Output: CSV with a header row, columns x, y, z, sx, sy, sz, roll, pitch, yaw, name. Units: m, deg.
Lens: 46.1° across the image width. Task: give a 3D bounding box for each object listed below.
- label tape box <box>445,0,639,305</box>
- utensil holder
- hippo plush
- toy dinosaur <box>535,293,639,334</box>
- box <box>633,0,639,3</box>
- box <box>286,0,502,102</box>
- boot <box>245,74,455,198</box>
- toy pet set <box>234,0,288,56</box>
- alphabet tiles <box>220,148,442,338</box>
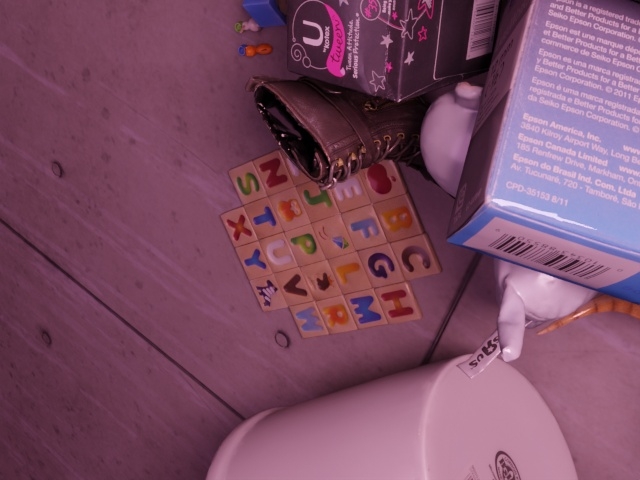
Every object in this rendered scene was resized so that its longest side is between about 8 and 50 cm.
x,y,z,sx,sy,sz,roll,pitch,yaw,name
0.269,-0.129,0.601,0.249,0.348,0.115,18,161,-1,label tape box
0.088,0.339,0.966,0.385,0.327,0.328,-28,92,39,utensil holder
0.192,-0.041,0.746,0.236,0.294,0.234,56,166,11,hippo plush
0.333,0.062,0.747,0.064,0.211,0.112,165,118,-77,toy dinosaur
0.242,-0.289,0.479,0.322,0.079,0.257,23,106,0,box
0.071,-0.272,0.667,0.142,0.163,0.247,25,126,35,box
0.064,-0.099,0.826,0.263,0.229,0.091,45,131,12,boot
-0.089,-0.294,0.962,0.114,0.065,0.122,8,116,35,toy pet set
0.000,0.000,1.072,0.342,0.011,0.285,-16,100,41,alphabet tiles
